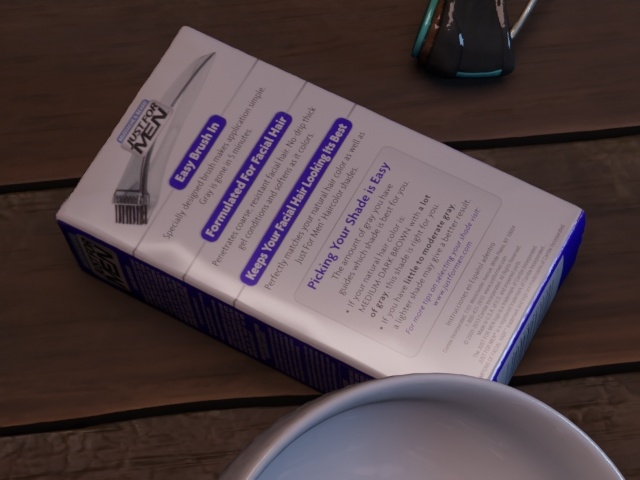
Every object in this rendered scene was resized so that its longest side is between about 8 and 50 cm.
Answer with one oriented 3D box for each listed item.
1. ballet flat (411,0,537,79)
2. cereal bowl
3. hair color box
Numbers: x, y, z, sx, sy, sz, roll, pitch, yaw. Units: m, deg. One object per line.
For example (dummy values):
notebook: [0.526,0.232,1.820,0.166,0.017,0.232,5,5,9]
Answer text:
ballet flat: [0.148,-0.254,1.361,0.096,0.095,0.280,14,76,-1]
cereal bowl: [0.049,0.253,1.054,0.339,0.141,0.339,4,80,-26]
hair color box: [0.000,0.000,1.232,0.338,0.110,0.185,27,70,13]
